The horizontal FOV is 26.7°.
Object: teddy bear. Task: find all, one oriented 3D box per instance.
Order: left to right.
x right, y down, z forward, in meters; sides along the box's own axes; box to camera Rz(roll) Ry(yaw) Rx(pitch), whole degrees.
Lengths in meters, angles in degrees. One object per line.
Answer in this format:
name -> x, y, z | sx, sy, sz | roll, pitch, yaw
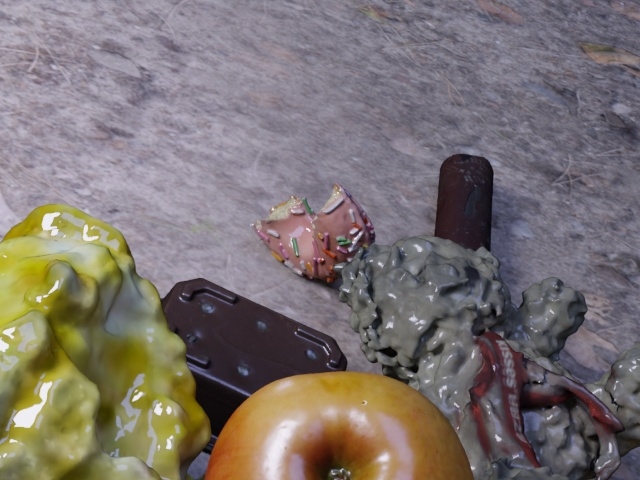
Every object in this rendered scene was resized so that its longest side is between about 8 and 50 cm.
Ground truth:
teddy bear -> 0.165, 0.131, 1.394 | 0.357, 0.224, 0.367 | -31, 76, -37

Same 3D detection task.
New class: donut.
donut -> 0.000, 0.000, 1.518 | 0.117, 0.166, 0.065 | 50, 63, -14

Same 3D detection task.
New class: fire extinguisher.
fire extinguisher -> 0.179, -0.002, 1.642 | 0.072, 0.089, 0.268 | 38, 38, -25

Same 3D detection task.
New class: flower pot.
flower pot -> -0.080, 0.129, 1.385 | 0.251, 0.084, 0.179 | 26, 43, -5

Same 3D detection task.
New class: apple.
apple -> 0.014, 0.229, 1.076 | 0.242, 0.241, 0.242 | -2, 52, 3

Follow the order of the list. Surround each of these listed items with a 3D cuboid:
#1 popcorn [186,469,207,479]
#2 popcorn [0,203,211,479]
popcorn -> -0.097, 0.249, 1.255 | 0.089, 0.109, 0.097 | 62, 10, -1
popcorn -> -0.247, 0.167, 1.098 | 0.293, 0.292, 0.334 | 50, 23, -43
